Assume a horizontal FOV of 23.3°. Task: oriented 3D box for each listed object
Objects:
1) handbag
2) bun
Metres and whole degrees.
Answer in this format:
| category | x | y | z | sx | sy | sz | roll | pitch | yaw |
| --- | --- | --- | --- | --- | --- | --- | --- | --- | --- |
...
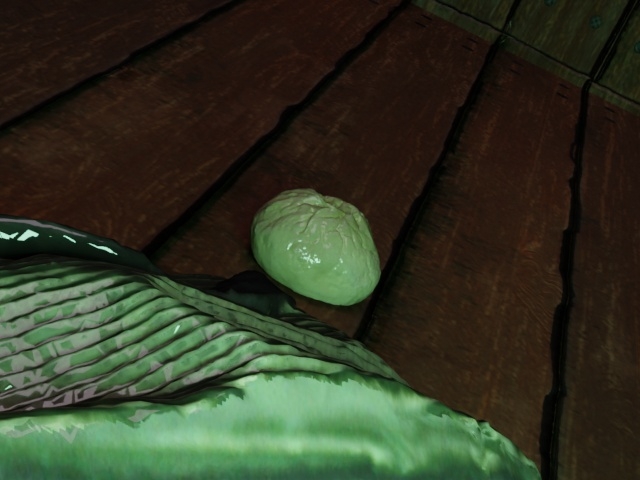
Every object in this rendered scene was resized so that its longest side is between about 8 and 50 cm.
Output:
| category | x | y | z | sx | sy | sz | roll | pitch | yaw |
| --- | --- | --- | --- | --- | --- | --- | --- | --- | --- |
| handbag | -0.103 | 0.122 | 0.568 | 0.340 | 0.247 | 0.240 | 7 | 15 | -39 |
| bun | 0.000 | 0.000 | 1.251 | 0.115 | 0.069 | 0.115 | 23 | 21 | -9 |
